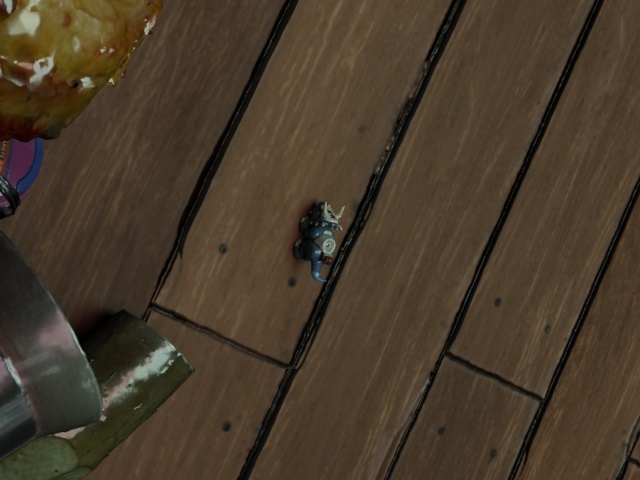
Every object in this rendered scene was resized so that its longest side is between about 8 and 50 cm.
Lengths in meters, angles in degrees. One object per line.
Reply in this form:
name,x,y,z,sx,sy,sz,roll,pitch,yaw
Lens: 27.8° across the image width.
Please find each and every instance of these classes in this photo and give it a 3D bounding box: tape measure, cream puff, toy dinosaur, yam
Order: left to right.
cream puff,-0.275,-0.244,0.988,0.350,0.228,0.351,-4,90,-67
tape measure,-0.299,-0.080,1.096,0.125,0.074,0.118,28,58,-47
yam,-0.241,0.172,1.197,0.259,0.106,0.106,-43,121,-20
toy dinosaur,0.000,0.000,1.351,0.030,0.047,0.083,13,92,-37

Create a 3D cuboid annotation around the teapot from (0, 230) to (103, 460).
teapot,-0.374,0.130,1.000,0.344,0.253,0.300,-33,124,-26
